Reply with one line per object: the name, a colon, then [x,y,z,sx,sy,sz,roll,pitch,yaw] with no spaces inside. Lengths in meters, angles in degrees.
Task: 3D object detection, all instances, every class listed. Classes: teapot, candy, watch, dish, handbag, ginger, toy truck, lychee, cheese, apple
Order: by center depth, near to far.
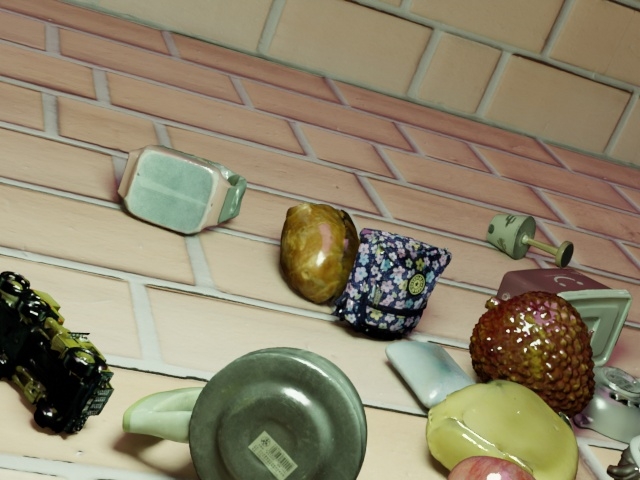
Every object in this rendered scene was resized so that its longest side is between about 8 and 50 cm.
teapot: [-0.079,0.279,1.556,0.239,0.322,0.239,66,11,2]
toy truck: [-0.393,0.163,1.575,0.257,0.127,0.127,39,13,34]
apple: [0.253,0.391,1.618,0.153,0.153,0.120,26,64,10]
cheese: [0.322,0.338,1.840,0.259,0.128,0.316,41,29,16]
candy: [0.210,0.247,1.996,0.138,0.071,0.174,7,26,-32]
lychee: [0.407,0.214,2.061,0.271,0.236,0.236,55,30,9]
handbag: [0.136,0.090,2.118,0.229,0.207,0.127,11,10,-42]
dish: [0.592,0.318,2.173,0.236,0.086,0.228,12,25,-23]
ginger: [0.000,0.000,2.246,0.165,0.172,0.321,-14,21,11]
watch: [-0.282,-0.123,2.291,0.253,0.161,0.241,21,15,-6]

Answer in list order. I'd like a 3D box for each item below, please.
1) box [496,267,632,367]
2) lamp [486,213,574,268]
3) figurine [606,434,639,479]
box: [0.502,0.164,2.322,0.294,0.193,0.167,1,22,-41]
lamp: [0.539,0.000,2.792,0.215,0.121,0.121,23,19,34]
figurine: [0.652,0.434,1.874,0.370,0.167,0.281,22,25,-25]
